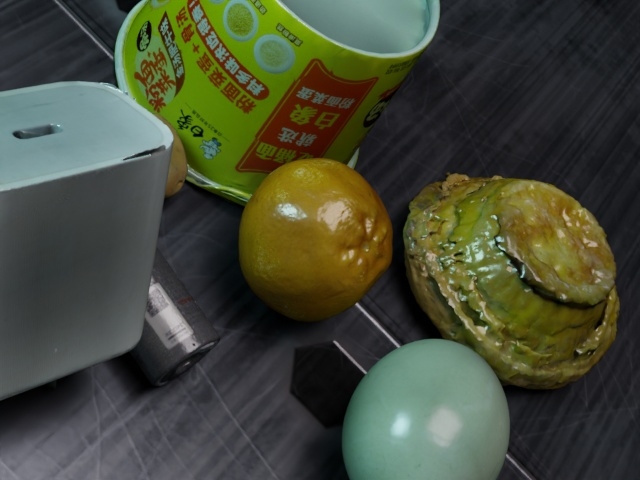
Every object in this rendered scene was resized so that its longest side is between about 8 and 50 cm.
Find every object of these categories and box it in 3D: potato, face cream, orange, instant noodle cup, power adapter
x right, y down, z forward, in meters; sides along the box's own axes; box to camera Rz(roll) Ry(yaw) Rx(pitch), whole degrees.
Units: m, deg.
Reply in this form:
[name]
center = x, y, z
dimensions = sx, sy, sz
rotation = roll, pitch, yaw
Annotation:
[potato]
center = -0.162, -0.082, 1.047
dimensions = 0.068, 0.062, 0.083
rotation = -17, 107, -66
[face cream]
center = -0.196, -0.004, 0.962
dimensions = 0.073, 0.073, 0.283
rotation = -29, 79, -43
[orange]
center = 0.000, 0.000, 1.038
dimensions = 0.159, 0.136, 0.159
rotation = -7, 101, -44
[instant noodle cup]
center = -0.033, -0.211, 1.114
dimensions = 0.311, 0.221, 0.311
rotation = 17, 52, -24
[power adapter]
center = -0.222, 0.023, 0.816
dimensions = 0.187, 0.255, 0.124
rotation = -19, 45, -41

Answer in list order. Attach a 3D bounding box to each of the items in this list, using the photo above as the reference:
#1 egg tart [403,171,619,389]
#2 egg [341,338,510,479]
[egg tart]
center = 0.232, 0.027, 1.205
dimensions = 0.294, 0.123, 0.294
rotation = 19, 51, -26
[egg]
center = 0.098, 0.173, 0.993
dimensions = 0.149, 0.149, 0.192
rotation = 40, 37, -5
